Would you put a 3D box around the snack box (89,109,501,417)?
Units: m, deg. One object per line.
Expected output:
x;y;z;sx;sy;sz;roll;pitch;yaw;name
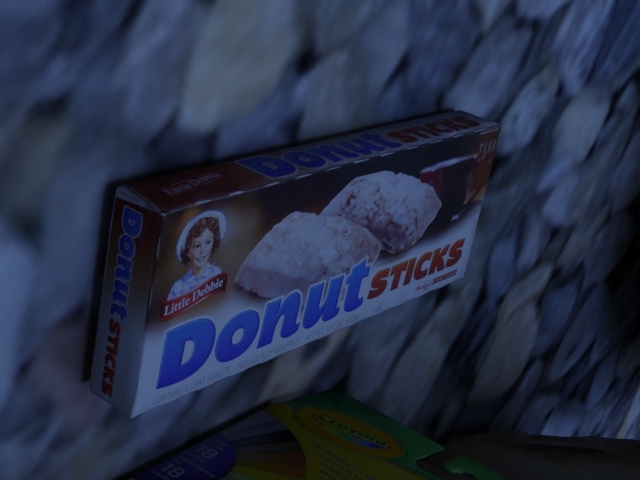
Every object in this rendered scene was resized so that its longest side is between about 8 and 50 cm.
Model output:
0.000;0.000;0.408;0.178;0.022;0.064;-18;127;-50;snack box

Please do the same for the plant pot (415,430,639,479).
0.117;0.253;0.518;0.334;0.334;0.305;-1;100;-56;plant pot

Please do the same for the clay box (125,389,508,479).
-0.020;0.119;0.360;0.222;0.127;0.053;-19;127;-49;clay box
